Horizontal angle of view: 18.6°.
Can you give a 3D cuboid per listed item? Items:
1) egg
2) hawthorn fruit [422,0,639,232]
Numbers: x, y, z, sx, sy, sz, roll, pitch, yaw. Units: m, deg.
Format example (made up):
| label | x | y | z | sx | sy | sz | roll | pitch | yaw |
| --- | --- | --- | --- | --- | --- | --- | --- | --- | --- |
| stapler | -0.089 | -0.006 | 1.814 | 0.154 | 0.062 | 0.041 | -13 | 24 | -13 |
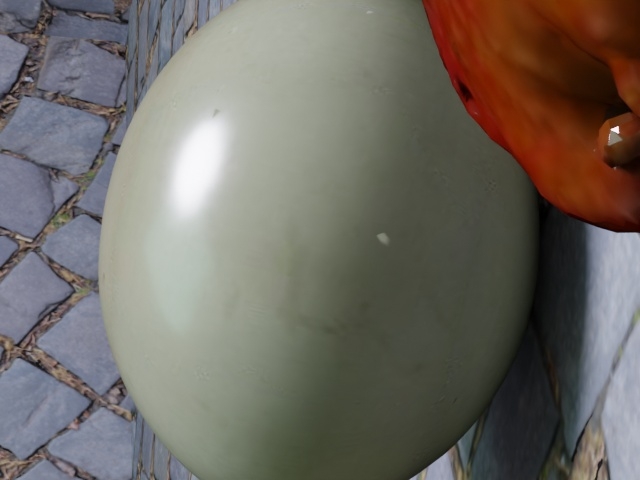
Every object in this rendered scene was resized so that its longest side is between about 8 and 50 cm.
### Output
| label | x | y | z | sx | sy | sz | roll | pitch | yaw |
| --- | --- | --- | --- | --- | --- | --- | --- | --- | --- |
| egg | 0.000 | 0.000 | 0.967 | 0.219 | 0.219 | 0.269 | 175 | 113 | -79 |
| hawthorn fruit | 0.129 | -0.122 | 0.445 | 0.211 | 0.211 | 0.299 | 111 | 173 | -56 |
